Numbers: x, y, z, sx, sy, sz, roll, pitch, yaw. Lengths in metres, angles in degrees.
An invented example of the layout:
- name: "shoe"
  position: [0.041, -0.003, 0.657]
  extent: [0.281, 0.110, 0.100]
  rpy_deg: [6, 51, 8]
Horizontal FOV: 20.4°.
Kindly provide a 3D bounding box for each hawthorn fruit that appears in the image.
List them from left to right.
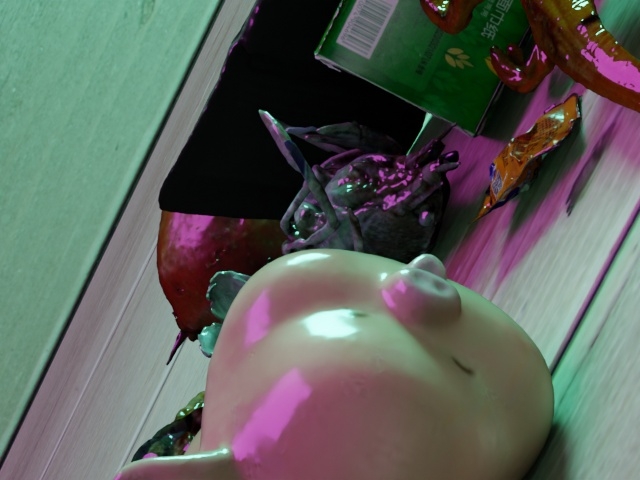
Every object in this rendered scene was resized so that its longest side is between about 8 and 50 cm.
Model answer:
- name: "hawthorn fruit"
  position: [-0.087, 0.022, 1.757]
  extent: [0.235, 0.181, 0.181]
  rpy_deg: [-66, 13, -3]

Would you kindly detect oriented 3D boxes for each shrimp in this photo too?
- name: "shrimp"
  position: [0.005, 0.000, 1.484]
  extent: [0.410, 0.166, 0.221]
  rpy_deg: [112, 170, -61]

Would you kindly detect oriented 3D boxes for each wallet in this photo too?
- name: "wallet"
  position: [0.017, -0.144, 1.541]
  extent: [0.041, 0.247, 0.323]
  rpy_deg: [54, 126, 37]

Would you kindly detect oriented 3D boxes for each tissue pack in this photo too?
- name: "tissue pack"
  position: [0.109, -0.206, 1.420]
  extent: [0.209, 0.148, 0.156]
  rpy_deg: [-64, -2, 7]

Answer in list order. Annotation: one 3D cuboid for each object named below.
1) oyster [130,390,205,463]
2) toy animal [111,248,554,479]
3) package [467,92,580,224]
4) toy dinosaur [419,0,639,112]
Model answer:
- name: "oyster"
  position: [-0.167, 0.293, 1.763]
  extent: [0.221, 0.096, 0.361]
  rpy_deg: [120, 170, -51]
- name: "toy animal"
  position: [0.004, 0.142, 1.114]
  extent: [0.269, 0.237, 0.326]
  rpy_deg: [-70, 6, -60]
- name: "package"
  position: [0.144, -0.057, 1.267]
  extent: [0.111, 0.033, 0.077]
  rpy_deg: [-52, -10, 36]
- name: "toy dinosaur"
  position: [0.155, -0.179, 1.246]
  extent: [0.208, 0.097, 0.432]
  rpy_deg: [125, 140, -50]
